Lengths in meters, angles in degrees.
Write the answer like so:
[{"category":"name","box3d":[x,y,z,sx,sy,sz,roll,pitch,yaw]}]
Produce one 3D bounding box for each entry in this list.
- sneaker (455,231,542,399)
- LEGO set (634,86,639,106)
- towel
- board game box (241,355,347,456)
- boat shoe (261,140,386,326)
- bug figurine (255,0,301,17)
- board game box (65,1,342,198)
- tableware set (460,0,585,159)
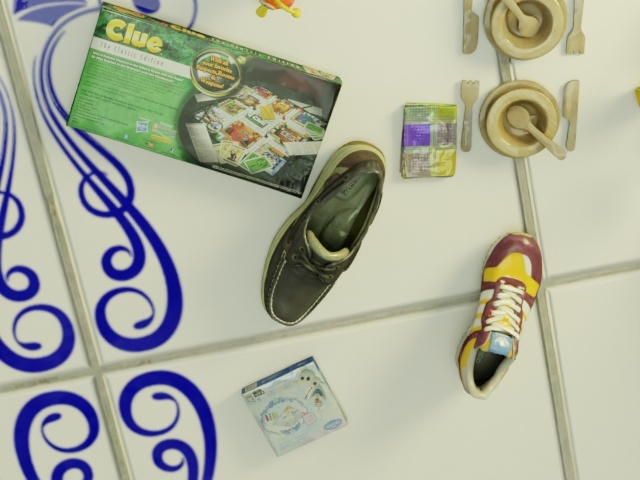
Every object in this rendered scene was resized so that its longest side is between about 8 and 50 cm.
[{"category":"sneaker","box3d":[0.198,0.084,1.790,0.069,0.084,0.185,12,110,-7]},{"category":"LEGO set","box3d":[0.387,-0.136,1.722,0.087,0.093,0.227,-25,108,-26]},{"category":"towel","box3d":[0.115,-0.105,1.754,0.060,0.009,0.083,1,111,-2]},{"category":"board game box","box3d":[-0.029,0.186,1.855,0.090,0.020,0.090,-25,109,7]},{"category":"boat shoe","box3d":[0.001,0.000,1.755,0.080,0.073,0.223,27,107,-12]},{"category":"bug figurine","box3d":[-0.088,-0.353,1.618,0.279,0.072,0.216,28,107,-12]},{"category":"board game box","box3d":[-0.121,-0.145,1.720,0.259,0.030,0.136,18,111,-9]},{"category":"tableware set","box3d":[0.212,-0.174,1.716,0.128,0.039,0.194,-1,111,-2]}]
